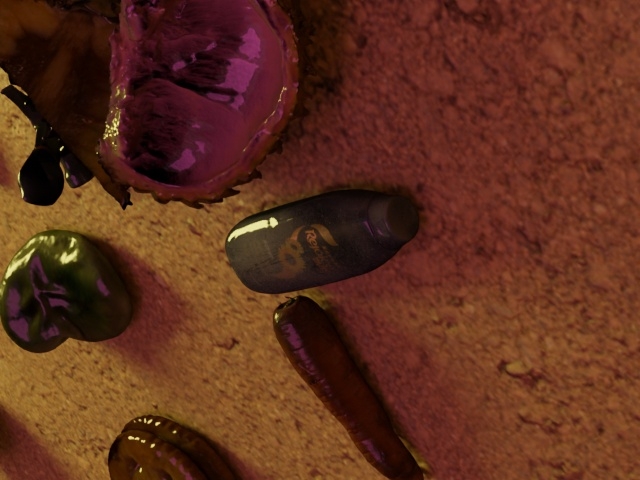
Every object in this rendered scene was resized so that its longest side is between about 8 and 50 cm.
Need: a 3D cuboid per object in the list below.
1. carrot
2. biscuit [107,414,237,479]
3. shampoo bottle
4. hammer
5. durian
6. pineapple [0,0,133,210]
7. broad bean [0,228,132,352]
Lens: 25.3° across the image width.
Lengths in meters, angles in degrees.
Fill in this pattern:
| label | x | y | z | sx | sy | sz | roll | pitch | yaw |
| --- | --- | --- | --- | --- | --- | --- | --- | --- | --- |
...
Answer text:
| label | x | y | z | sx | sy | sz | roll | pitch | yaw |
| --- | --- | --- | --- | --- | --- | --- | --- | --- | --- |
| carrot | 0.029 | 0.161 | 1.452 | 0.059 | 0.059 | 0.248 | -24 | 103 | 50 |
| biscuit | -0.179 | 0.317 | 1.761 | 0.220 | 0.066 | 0.220 | 25 | 133 | 31 |
| shampoo bottle | 0.000 | 0.000 | 1.361 | 0.233 | 0.049 | 0.087 | -14 | 110 | 48 |
| hammer | -0.281 | -0.090 | 1.444 | 0.137 | 0.037 | 0.290 | 59 | -179 | -16 |
| durian | -0.092 | -0.156 | 1.284 | 0.191 | 0.112 | 0.341 | 19 | 133 | 3 |
| pineapple | -0.233 | -0.202 | 1.380 | 0.334 | 0.158 | 0.161 | 48 | -165 | -44 |
| broad bean | -0.303 | 0.060 | 1.702 | 0.206 | 0.072 | 0.153 | -27 | 100 | 39 |
